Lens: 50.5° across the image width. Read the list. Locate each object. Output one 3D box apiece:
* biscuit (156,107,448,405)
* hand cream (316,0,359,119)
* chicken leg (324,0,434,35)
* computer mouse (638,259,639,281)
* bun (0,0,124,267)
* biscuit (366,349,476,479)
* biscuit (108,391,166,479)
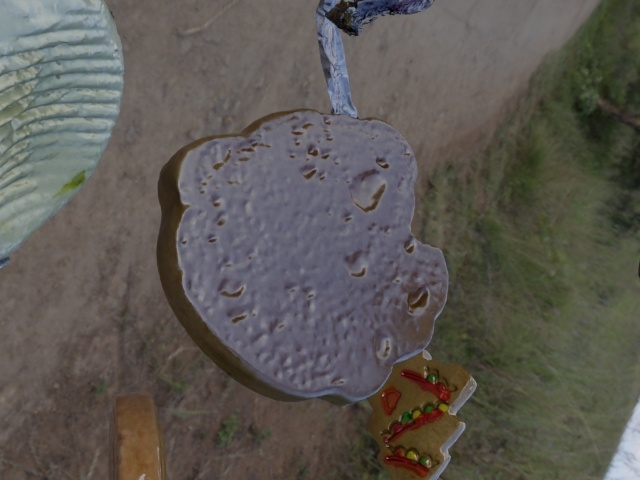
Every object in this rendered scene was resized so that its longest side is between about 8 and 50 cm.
[{"bbox_3d":[0.000,0.000,0.780,0.074,0.359,0.381,-25,-160,49],"label":"biscuit"},{"bbox_3d":[0.024,-0.258,0.863,0.084,0.050,0.257,-58,151,-56],"label":"hand cream"},{"bbox_3d":[0.081,-0.294,0.757,0.051,0.105,0.253,114,0,-48],"label":"chicken leg"},{"bbox_3d":[0.436,0.010,0.750,0.217,0.073,0.122,102,-9,-59],"label":"computer mouse"},{"bbox_3d":[-0.274,-0.104,0.505,0.259,0.159,0.259,25,90,-84],"label":"bun"},{"bbox_3d":[0.150,0.292,1.098,0.041,0.212,0.239,32,55,-47],"label":"biscuit"},{"bbox_3d":[-0.229,0.418,0.832,0.349,0.078,0.456,167,-76,-74],"label":"biscuit"}]
